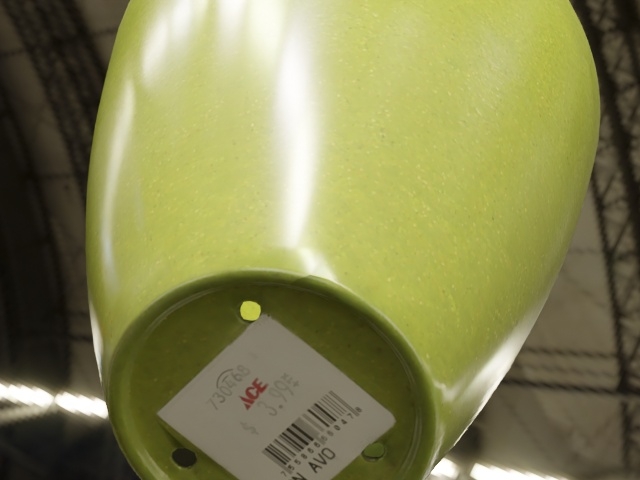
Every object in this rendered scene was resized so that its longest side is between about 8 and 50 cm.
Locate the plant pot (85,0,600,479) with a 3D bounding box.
[{"bbox_3d":[0.000,0.000,0.772,0.275,0.293,0.274,3,-62,6],"label":"plant pot"}]
